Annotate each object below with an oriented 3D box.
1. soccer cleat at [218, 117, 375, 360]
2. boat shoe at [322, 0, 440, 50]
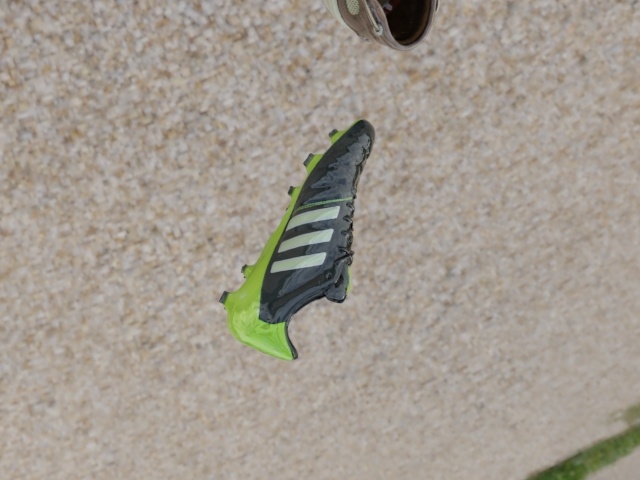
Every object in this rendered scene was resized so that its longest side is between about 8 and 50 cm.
[{"bbox_3d":[0.000,0.000,0.725,0.179,0.072,0.060,-59,171,-5],"label":"soccer cleat"},{"bbox_3d":[0.047,-0.239,0.673,0.095,0.095,0.257,-24,138,-13],"label":"boat shoe"}]
